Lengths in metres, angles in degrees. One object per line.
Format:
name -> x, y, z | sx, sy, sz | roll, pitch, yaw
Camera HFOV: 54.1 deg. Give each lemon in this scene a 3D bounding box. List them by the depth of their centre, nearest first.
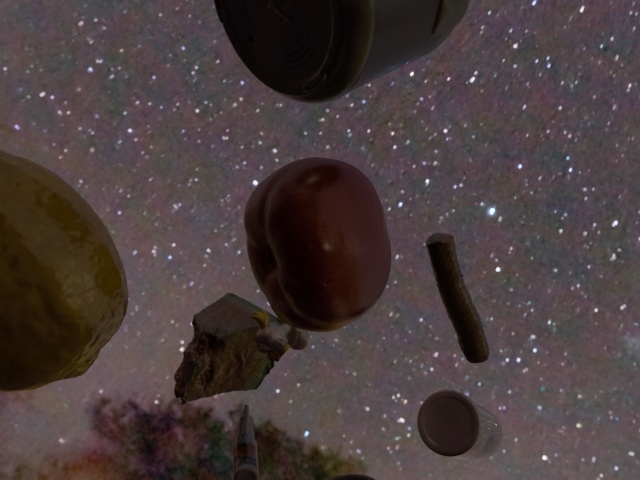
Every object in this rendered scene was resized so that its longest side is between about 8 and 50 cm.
lemon -> -0.401, 0.040, 0.806 | 0.285, 0.286, 0.316 | 6, -26, 33

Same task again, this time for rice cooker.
rice cooker -> 0.036, -0.397, 0.958 | 0.335, 0.325, 0.335 | 31, -41, 32

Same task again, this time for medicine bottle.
medicine bottle -> 0.316, 0.412, 1.373 | 0.130, 0.131, 0.341 | 12, -14, 27
medicine bottle -> -0.191, 0.514, 1.592 | 0.061, 0.221, 0.092 | 4, -70, -10

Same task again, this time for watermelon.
watermelon -> -0.278, 0.299, 1.775 | 0.151, 0.301, 0.264 | 36, -63, 41

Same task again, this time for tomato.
tomato -> 0.000, 0.000, 1.064 | 0.299, 0.226, 0.299 | 49, -30, 41

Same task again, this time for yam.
yam -> 0.323, 0.134, 1.473 | 0.081, 0.081, 0.357 | -1, -58, 38

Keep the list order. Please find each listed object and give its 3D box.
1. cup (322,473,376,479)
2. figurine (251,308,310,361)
cup -> 0.073, 0.587, 1.156 | 0.258, 0.186, 0.234 | -17, -90, 55
figurine -> -0.078, 0.213, 1.526 | 0.109, 0.178, 0.130 | -11, -86, 55
